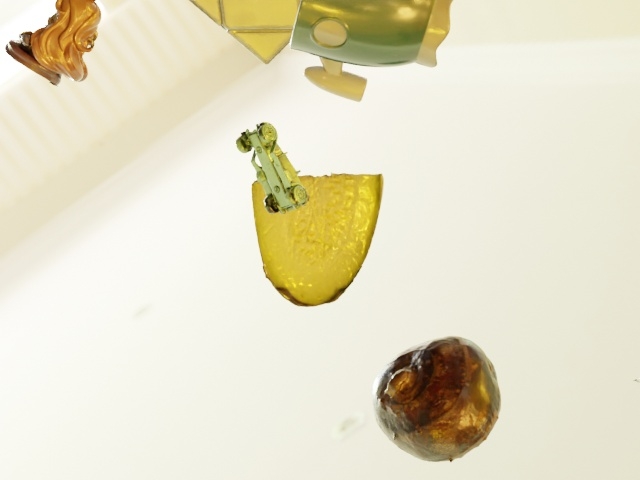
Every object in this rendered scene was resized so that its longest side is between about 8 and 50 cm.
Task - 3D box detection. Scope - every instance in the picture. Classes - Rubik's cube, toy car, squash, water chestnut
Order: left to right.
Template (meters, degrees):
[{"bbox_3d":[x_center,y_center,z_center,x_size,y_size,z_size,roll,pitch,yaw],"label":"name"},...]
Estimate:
[{"bbox_3d":[-0.089,-0.469,2.393,0.205,0.207,0.205,-40,-163,29],"label":"Rubik's cube"},{"bbox_3d":[-0.071,-0.110,2.100,0.073,0.143,0.054,-20,-172,47],"label":"toy car"},{"bbox_3d":[0.000,0.000,2.440,0.236,0.204,0.155,0,-125,13],"label":"squash"},{"bbox_3d":[0.210,0.273,2.317,0.223,0.238,0.224,-34,-157,17],"label":"water chestnut"}]

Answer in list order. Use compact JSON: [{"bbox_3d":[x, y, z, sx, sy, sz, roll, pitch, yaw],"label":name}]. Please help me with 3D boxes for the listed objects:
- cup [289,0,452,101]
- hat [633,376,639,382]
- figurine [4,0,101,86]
[{"bbox_3d":[0.067,-0.275,1.605,0.300,0.173,0.167,109,-1,-48],"label":"cup"},{"bbox_3d":[0.609,0.209,2.070,0.252,0.110,0.252,-23,171,-4],"label":"hat"},{"bbox_3d":[-0.376,-0.295,2.036,0.157,0.126,0.114,-38,-125,11],"label":"figurine"}]
